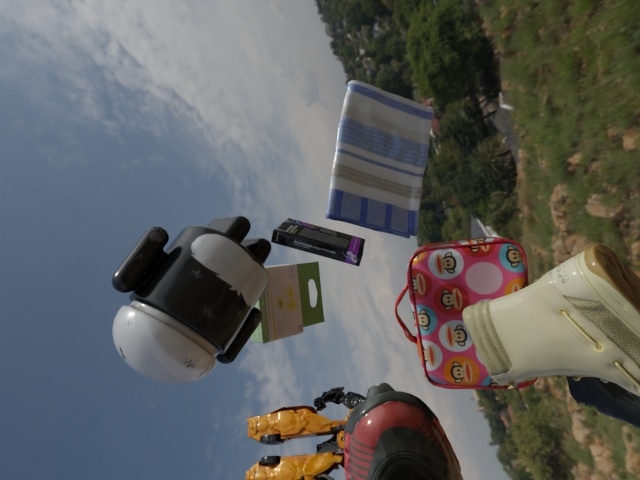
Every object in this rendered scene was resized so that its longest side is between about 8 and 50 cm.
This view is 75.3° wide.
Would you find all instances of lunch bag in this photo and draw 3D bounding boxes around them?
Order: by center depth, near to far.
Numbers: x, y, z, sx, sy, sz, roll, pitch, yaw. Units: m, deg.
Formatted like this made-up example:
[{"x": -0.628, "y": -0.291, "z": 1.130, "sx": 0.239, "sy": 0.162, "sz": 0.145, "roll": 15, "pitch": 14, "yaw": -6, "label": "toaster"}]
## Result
[{"x": 0.280, "y": 0.145, "z": 0.827, "sx": 0.120, "sy": 0.258, "sz": 0.292, "roll": -9, "pitch": -87, "yaw": -74, "label": "lunch bag"}]

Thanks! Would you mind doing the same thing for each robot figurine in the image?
[{"x": -0.196, "y": 0.088, "z": 0.663, "sx": 0.278, "sy": 0.209, "sz": 0.173, "roll": -60, "pitch": -2, "yaw": -27, "label": "robot figurine"}, {"x": -0.012, "y": 0.418, "z": 0.843, "sx": 0.085, "sy": 0.291, "sz": 0.211, "roll": 59, "pitch": -157, "yaw": -50, "label": "robot figurine"}]

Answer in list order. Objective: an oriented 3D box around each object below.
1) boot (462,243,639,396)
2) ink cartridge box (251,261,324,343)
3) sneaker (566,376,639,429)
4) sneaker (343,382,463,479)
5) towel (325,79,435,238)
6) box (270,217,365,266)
[{"x": 0.327, "y": 0.152, "z": 0.509, "sx": 0.262, "sy": 0.203, "sz": 0.095, "roll": 48, "pitch": -137, "yaw": -1, "label": "boot"}, {"x": -0.067, "y": 0.141, "z": 1.014, "sx": 0.235, "sy": 0.056, "sz": 0.171, "roll": -4, "pitch": -92, "yaw": -42, "label": "ink cartridge box"}, {"x": 0.578, "y": 0.299, "z": 0.820, "sx": 0.109, "sy": 0.130, "sz": 0.286, "roll": -1, "pitch": -137, "yaw": -46, "label": "sneaker"}, {"x": 0.082, "y": 0.254, "z": 0.313, "sx": 0.135, "sy": 0.098, "sz": 0.275, "roll": -109, "pitch": 8, "yaw": -86, "label": "sneaker"}, {"x": 0.125, "y": -0.160, "z": 0.826, "sx": 0.034, "sy": 0.209, "sz": 0.284, "roll": 173, "pitch": 108, "yaw": -68, "label": "towel"}, {"x": 0.000, "y": 0.000, "z": 0.766, "sx": 0.116, "sy": 0.162, "sz": 0.029, "roll": -56, "pitch": -18, "yaw": -74, "label": "box"}]
